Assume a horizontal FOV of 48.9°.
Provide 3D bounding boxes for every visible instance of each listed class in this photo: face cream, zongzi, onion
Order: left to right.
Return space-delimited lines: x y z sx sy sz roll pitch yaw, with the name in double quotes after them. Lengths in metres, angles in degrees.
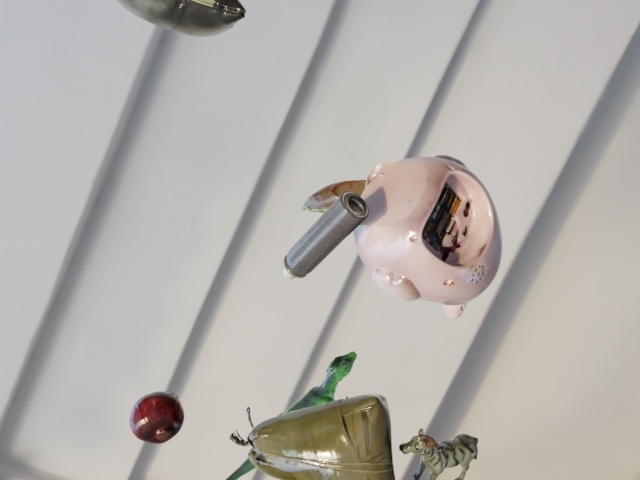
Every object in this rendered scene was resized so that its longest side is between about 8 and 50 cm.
-0.387 0.422 1.680 0.131 0.131 0.131 24 -170 -5 "onion"
-0.022 0.577 1.663 0.447 0.418 0.181 -16 166 18 "zongzi"
0.000 0.000 1.564 0.073 0.283 0.073 22 -135 -24 "face cream"

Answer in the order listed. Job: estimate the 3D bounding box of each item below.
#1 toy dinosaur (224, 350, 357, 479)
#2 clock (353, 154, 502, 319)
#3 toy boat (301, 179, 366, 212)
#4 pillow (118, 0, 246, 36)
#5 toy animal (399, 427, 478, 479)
-0.099 0.549 2.085 0.500 0.374 0.144 -20 -130 -41 "toy dinosaur"
0.283 -0.007 1.664 0.376 0.368 0.250 40 158 -33 "clock"
0.077 -0.109 1.839 0.292 0.108 0.099 0 152 17 "toy boat"
-0.267 -0.436 1.275 0.249 0.106 0.186 12 -172 -15 "pillow"
0.286 0.545 1.731 0.255 0.170 0.090 12 -150 -43 "toy animal"
